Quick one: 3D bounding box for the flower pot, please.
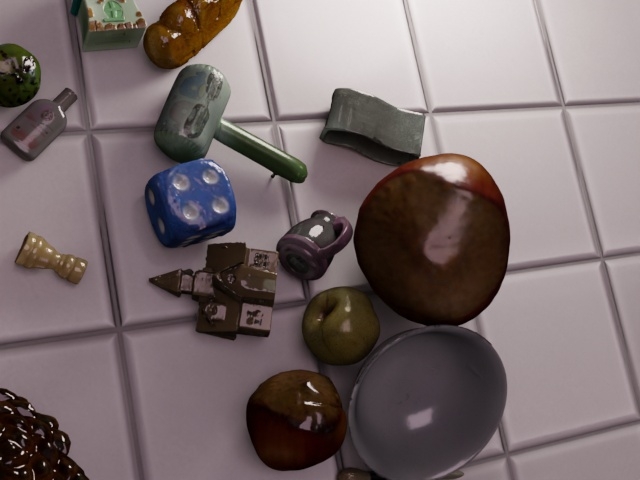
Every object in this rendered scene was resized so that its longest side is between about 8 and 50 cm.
[{"bbox_3d":[0.117,-0.249,1.952,0.229,0.103,0.108,19,69,-17],"label":"flower pot"}]

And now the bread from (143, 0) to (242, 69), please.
[{"bbox_3d":[-0.249,-0.489,1.860,0.084,0.124,0.344,31,63,16],"label":"bread"}]

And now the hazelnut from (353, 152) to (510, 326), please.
[{"bbox_3d":[0.232,-0.004,1.800,0.365,0.366,0.366,6,74,-22],"label":"hazelnut"}]

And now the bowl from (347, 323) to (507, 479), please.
[{"bbox_3d":[0.192,0.303,1.782,0.345,0.157,0.346,-5,108,-17],"label":"bowl"}]

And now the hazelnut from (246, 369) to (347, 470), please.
[{"bbox_3d":[-0.043,0.357,1.693,0.208,0.208,0.208,6,74,-22],"label":"hazelnut"}]

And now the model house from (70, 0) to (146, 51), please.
[{"bbox_3d":[-0.433,-0.471,1.778,0.127,0.100,0.149,-12,79,-26],"label":"model house"}]

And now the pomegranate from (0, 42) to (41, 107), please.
[{"bbox_3d":[-0.603,-0.320,1.669,0.122,0.122,0.161,-38,55,-27],"label":"pomegranate"}]

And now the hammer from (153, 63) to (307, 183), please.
[{"bbox_3d":[-0.171,-0.209,1.823,0.335,0.119,0.206,29,67,-21],"label":"hammer"}]

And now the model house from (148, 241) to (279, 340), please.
[{"bbox_3d":[-0.211,0.088,1.707,0.248,0.176,0.181,6,74,-5],"label":"model house"}]

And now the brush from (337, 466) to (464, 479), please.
[{"bbox_3d":[0.170,0.491,1.822,0.299,0.039,0.042,6,77,-25],"label":"brush"}]

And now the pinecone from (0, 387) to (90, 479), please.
[{"bbox_3d":[-0.557,0.431,1.360,0.397,0.397,0.398,6,74,-22],"label":"pinecone"}]

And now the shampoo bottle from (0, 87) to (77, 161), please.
[{"bbox_3d":[-0.536,-0.231,1.702,0.080,0.040,0.165,41,66,-7],"label":"shampoo bottle"}]

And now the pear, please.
[{"bbox_3d":[0.043,0.174,1.776,0.136,0.167,0.167,49,60,-35],"label":"pear"}]

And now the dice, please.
[{"bbox_3d":[-0.256,-0.070,1.722,0.146,0.143,0.146,-14,82,-26],"label":"dice"}]

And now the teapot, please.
[{"bbox_3d":[-0.009,-0.005,1.817,0.116,0.148,0.146,37,52,-1],"label":"teapot"}]

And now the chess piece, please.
[{"bbox_3d":[-0.499,0.035,1.639,0.122,0.066,0.066,24,68,-21],"label":"chess piece"}]
